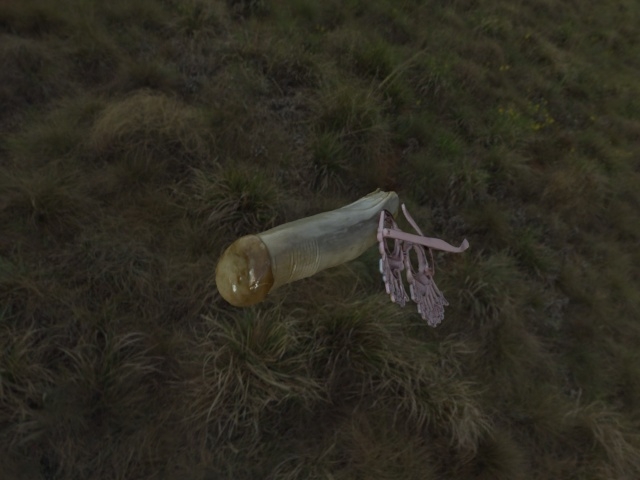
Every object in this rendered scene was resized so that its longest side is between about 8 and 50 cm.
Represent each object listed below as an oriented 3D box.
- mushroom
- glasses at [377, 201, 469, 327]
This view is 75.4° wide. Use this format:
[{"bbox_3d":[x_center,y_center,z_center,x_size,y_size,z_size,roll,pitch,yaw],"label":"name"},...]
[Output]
[{"bbox_3d":[0.000,0.000,0.638,0.351,0.122,0.095,-26,69,-43],"label":"mushroom"},{"bbox_3d":[0.170,0.047,0.667,0.256,0.096,0.161,31,56,-44],"label":"glasses"}]
